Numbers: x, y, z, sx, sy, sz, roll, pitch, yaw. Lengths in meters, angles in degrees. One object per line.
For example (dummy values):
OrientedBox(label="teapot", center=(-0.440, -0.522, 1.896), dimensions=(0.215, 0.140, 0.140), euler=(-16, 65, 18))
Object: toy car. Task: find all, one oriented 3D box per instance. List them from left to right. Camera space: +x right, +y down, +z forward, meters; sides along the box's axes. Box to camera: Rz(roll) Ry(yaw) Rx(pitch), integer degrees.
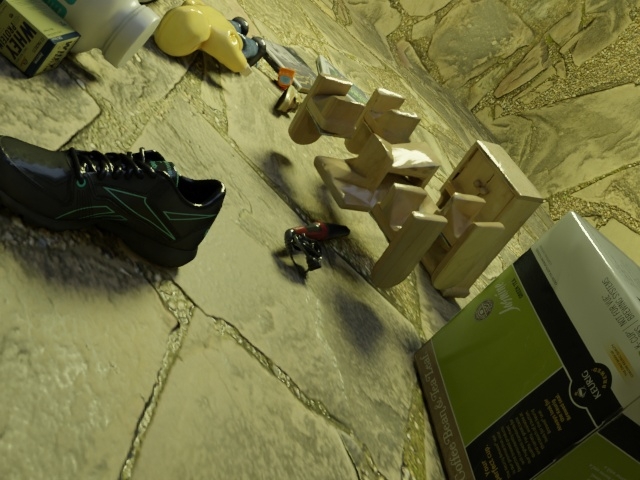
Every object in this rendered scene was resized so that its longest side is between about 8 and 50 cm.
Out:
OrientedBox(label="toy car", center=(-0.109, -0.355, 1.726), dimensions=(0.122, 0.060, 0.041), euler=(17, 75, -22))

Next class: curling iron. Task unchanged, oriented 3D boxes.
OrientedBox(label="curling iron", center=(0.000, 0.000, 1.238), dimensions=(0.068, 0.035, 0.274), euler=(68, 16, -1))

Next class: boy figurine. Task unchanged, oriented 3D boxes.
OrientedBox(label="boy figurine", center=(-0.195, -0.364, 1.470), dimensions=(0.177, 0.092, 0.285), euler=(48, 21, 6))

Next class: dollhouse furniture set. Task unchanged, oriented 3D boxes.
OrientedBox(label="dollhouse furniture set", center=(0.153, -0.053, 1.432), dimensions=(0.394, 0.256, 0.362), euler=(5, 41, -37))

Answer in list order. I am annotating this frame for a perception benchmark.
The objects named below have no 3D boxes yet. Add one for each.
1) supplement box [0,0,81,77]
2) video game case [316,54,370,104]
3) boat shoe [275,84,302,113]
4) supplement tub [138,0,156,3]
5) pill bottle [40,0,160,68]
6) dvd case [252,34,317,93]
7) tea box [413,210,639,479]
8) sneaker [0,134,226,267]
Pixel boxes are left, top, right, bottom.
OrientedBox(label="supplement box", center=(-0.354, -0.253, 0.990), dimensions=(0.083, 0.056, 0.083), euler=(42, 20, -9))
OrientedBox(label="video game case", center=(0.069, -0.402, 2.159), dimensions=(0.190, 0.022, 0.173), euler=(37, 22, -23))
OrientedBox(label="boat shoe", center=(-0.058, -0.281, 1.635), dimensions=(0.045, 0.050, 0.135), euler=(36, 21, -9))
OrientedBox(label="supplement tub", center=(-0.304, -0.500, 1.478), dimensions=(0.117, 0.117, 0.190), euler=(41, 20, -12))
OrientedBox(label="pill bottle", center=(-0.342, -0.351, 1.074), dimensions=(0.264, 0.146, 0.146), euler=(42, 20, -11))
OrientedBox(label="dvd case", center=(-0.064, -0.407, 1.914), dimensions=(0.164, 0.018, 0.221), euler=(50, 21, 11))
OrientedBox(label="tea box", center=(0.329, 0.202, 1.063), dimensions=(0.220, 0.323, 0.329), euler=(35, 23, -24))
OrientedBox(label="sneaker", center=(-0.214, -0.060, 0.826), dimensions=(0.267, 0.106, 0.101), euler=(22, 32, -45))
